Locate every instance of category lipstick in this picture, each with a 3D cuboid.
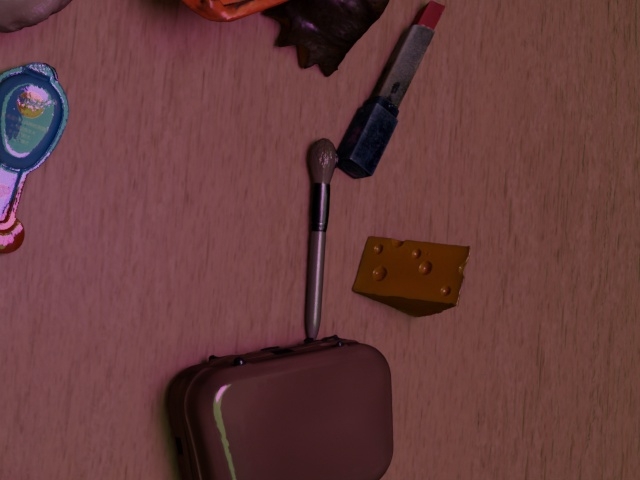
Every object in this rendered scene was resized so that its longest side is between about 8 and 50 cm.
[{"bbox_3d":[0.110,-0.237,1.718,0.051,0.051,0.312,35,69,-25],"label":"lipstick"}]

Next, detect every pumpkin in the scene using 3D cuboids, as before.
[{"bbox_3d":[0.017,-0.374,1.611,0.130,0.149,0.254,7,85,-42],"label":"pumpkin"}]

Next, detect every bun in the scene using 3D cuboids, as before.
[{"bbox_3d":[-0.380,-0.328,1.401,0.183,0.102,0.183,5,57,-8],"label":"bun"}]

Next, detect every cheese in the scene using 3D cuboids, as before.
[{"bbox_3d":[0.154,0.052,1.656,0.126,0.171,0.093,24,76,-28],"label":"cheese"},{"bbox_3d":[-0.387,-0.107,1.426,0.106,0.037,0.256,20,79,-27],"label":"cheese"}]

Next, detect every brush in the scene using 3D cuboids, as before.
[{"bbox_3d":[0.000,0.000,1.647,0.042,0.039,0.299,3,87,-31],"label":"brush"}]

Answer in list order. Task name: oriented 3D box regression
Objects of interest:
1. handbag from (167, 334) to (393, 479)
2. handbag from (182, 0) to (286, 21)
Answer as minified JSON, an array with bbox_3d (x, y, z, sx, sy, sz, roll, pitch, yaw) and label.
[{"bbox_3d":[-0.045,0.283,1.545,0.302,0.149,0.283,-8,89,-32],"label":"handbag"},{"bbox_3d":[-0.061,-0.470,1.524,0.410,0.116,0.303,-27,66,-28],"label":"handbag"}]
